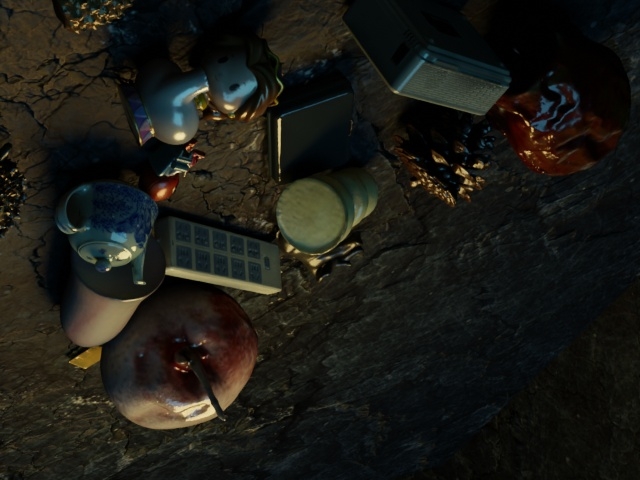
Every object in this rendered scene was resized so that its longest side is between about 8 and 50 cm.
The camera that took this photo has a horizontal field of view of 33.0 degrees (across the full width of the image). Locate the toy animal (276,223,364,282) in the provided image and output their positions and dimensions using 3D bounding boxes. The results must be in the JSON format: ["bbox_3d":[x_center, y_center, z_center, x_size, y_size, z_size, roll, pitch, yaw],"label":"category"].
[{"bbox_3d":[-0.001,-0.003,2.254,0.146,0.114,0.245,-41,128,12],"label":"toy animal"}]

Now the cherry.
[{"bbox_3d":[-0.299,0.249,2.205,0.326,0.291,0.335,-33,178,-45],"label":"cherry"}]

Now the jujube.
[{"bbox_3d":[0.425,-0.266,1.985,0.276,0.276,0.377,-38,152,20],"label":"jujube"}]

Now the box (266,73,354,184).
[{"bbox_3d":[-0.020,-0.195,1.952,0.160,0.050,0.230,-20,152,-13],"label":"box"}]

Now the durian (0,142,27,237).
[{"bbox_3d":[-0.532,-0.078,1.621,0.196,0.167,0.196,-43,173,-7],"label":"durian"}]

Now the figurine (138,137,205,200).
[{"bbox_3d":[-0.265,-0.117,1.851,0.075,0.068,0.140,4,137,-49],"label":"figurine"}]

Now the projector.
[{"bbox_3d":[0.180,-0.318,1.776,0.257,0.192,0.099,5,133,-46],"label":"projector"}]

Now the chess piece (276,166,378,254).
[{"bbox_3d":[0.030,-0.072,2.074,0.144,0.144,0.251,-43,175,27],"label":"chess piece"}]

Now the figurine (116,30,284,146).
[{"bbox_3d":[-0.173,-0.235,1.665,0.263,0.142,0.189,-22,-177,-14],"label":"figurine"}]

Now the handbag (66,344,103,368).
[{"bbox_3d":[-0.490,0.240,2.301,0.083,0.027,0.061,-32,152,10],"label":"handbag"}]

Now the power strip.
[{"bbox_3d":[-0.190,0.034,2.131,0.043,0.106,0.367,-14,163,33],"label":"power strip"}]

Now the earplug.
[{"bbox_3d":[-0.410,0.110,2.024,0.172,0.172,0.301,-9,153,-31],"label":"earplug"}]

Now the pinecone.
[{"bbox_3d":[0.246,-0.173,2.087,0.208,0.207,0.207,-21,152,-12],"label":"pinecone"}]

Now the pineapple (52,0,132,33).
[{"bbox_3d":[-0.222,-0.359,1.437,0.277,0.119,0.130,-22,133,-14],"label":"pineapple"}]

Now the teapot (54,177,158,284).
[{"bbox_3d":[-0.360,-0.015,1.821,0.159,0.159,0.232,-34,141,11],"label":"teapot"}]
